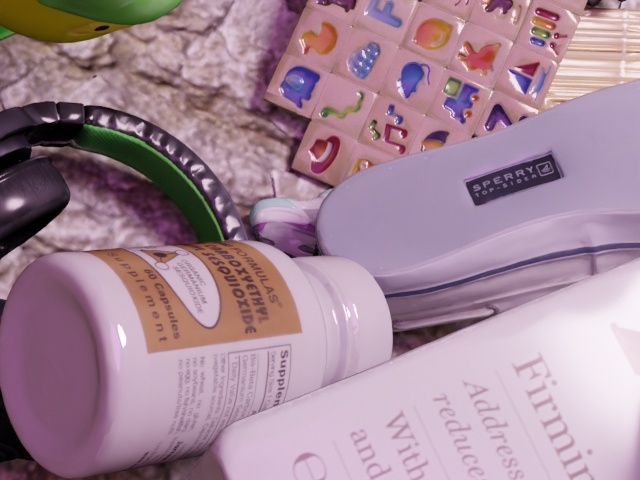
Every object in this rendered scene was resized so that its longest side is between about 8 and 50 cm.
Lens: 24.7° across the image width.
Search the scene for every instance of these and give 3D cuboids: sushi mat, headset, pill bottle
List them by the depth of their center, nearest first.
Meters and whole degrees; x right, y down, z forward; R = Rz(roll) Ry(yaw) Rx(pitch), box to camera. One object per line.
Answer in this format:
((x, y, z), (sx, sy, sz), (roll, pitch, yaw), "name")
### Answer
((-0.070, 0.066, 0.907), (0.229, 0.131, 0.131), (-4, 69, -42), "pill bottle")
((-0.242, 0.038, 0.987), (0.394, 0.185, 0.243), (-2, 75, -29), "headset")
((0.242, -0.109, 1.157), (0.316, 0.019, 0.151), (1, 88, -9), "sushi mat")

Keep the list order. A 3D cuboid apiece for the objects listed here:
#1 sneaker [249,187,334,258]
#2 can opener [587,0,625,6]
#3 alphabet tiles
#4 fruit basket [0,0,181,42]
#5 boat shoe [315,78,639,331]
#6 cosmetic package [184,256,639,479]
((0.000, 0.000, 1.083), (0.098, 0.038, 0.069), (-10, 74, -5), "sneaker")
((0.260, -0.242, 1.193), (0.186, 0.059, 0.073), (-49, 115, -35), "can opener")
((0.078, -0.139, 1.119), (0.198, 0.009, 0.237), (24, 87, -1), "alphabet tiles")
((-0.185, -0.229, 0.987), (0.392, 0.283, 0.392), (2, 57, -3), "fruit basket")
((0.184, -0.002, 1.062), (0.367, 0.156, 0.136), (-17, 55, -2), "boat shoe")
((0.148, 0.221, 0.878), (0.393, 0.327, 0.329), (-21, 76, -19), "cosmetic package")
